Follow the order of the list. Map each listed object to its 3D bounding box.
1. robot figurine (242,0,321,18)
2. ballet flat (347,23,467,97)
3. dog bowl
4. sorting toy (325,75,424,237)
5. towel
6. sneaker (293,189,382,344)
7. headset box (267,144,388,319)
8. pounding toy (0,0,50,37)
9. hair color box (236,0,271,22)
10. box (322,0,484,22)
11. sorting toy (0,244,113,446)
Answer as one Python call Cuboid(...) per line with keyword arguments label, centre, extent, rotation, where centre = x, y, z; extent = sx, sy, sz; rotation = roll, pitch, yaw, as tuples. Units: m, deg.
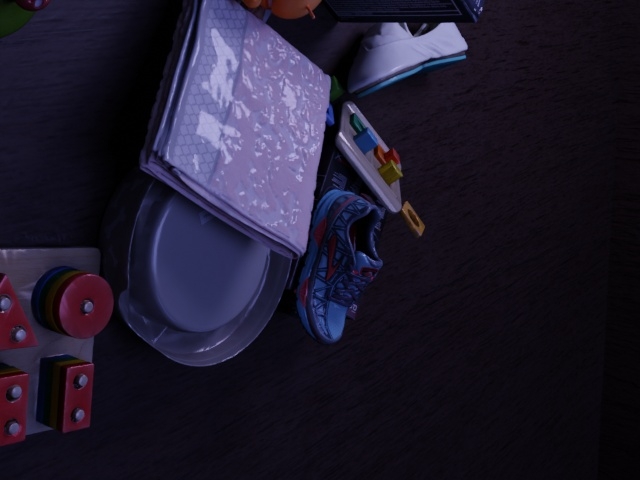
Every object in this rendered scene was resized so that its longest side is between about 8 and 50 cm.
Cuboid(label="robot figurine", centre=(-0.076, -0.414, 1.291), extent=(0.128, 0.219, 0.158), rotation=(-56, 176, 18))
Cuboid(label="ballet flat", centre=(0.155, -0.374, 1.685), extent=(0.400, 0.139, 0.139), rotation=(-30, 121, -50))
Cuboid(label="dog bowl", centre=(-0.190, 0.012, 1.332), extent=(0.349, 0.102, 0.348), rotation=(-16, 110, -50))
Cuboid(label="sorting toy", centre=(0.101, -0.159, 1.570), extent=(0.347, 0.047, 0.196), rotation=(50, 22, -18))
Cuboid(label="towel", centre=(-0.104, -0.180, 1.287), extent=(0.317, 0.053, 0.331), rotation=(33, 57, -43))
Cuboid(label="sneaker", centre=(0.037, 0.049, 1.431), extent=(0.104, 0.125, 0.261), rotation=(3, 95, -50))
Cuboid(label="headset box", centre=(0.000, 0.000, 1.565), extent=(0.218, 0.110, 0.293), rotation=(29, 75, -51))
Cuboid(label="pounding toy", centre=(-0.368, -0.350, 1.009), extent=(0.183, 0.110, 0.236), rotation=(24, 80, -52))
Cuboid(label="hair color box", centre=(-0.112, -0.383, 1.385), extent=(0.072, 0.043, 0.141), rotation=(49, 61, -46))
Cuboid(label="box", centre=(0.101, -0.512, 1.421), extent=(0.294, 0.296, 0.182), rotation=(35, 71, -50))
Cuboid(label="sorting toy", centre=(-0.384, 0.139, 1.121), extent=(0.257, 0.089, 0.255), rotation=(-1, 99, -52))
